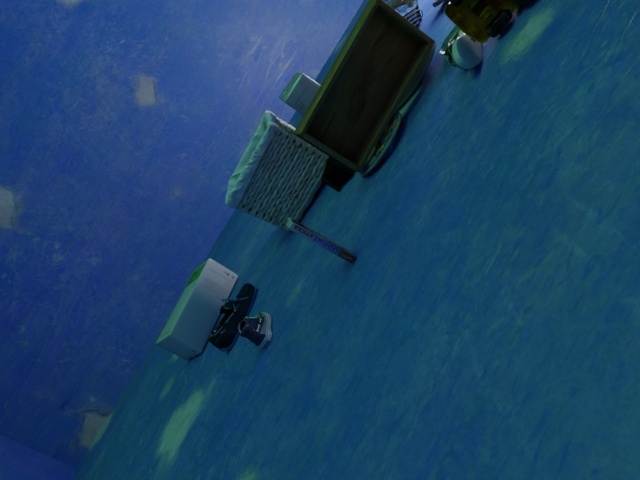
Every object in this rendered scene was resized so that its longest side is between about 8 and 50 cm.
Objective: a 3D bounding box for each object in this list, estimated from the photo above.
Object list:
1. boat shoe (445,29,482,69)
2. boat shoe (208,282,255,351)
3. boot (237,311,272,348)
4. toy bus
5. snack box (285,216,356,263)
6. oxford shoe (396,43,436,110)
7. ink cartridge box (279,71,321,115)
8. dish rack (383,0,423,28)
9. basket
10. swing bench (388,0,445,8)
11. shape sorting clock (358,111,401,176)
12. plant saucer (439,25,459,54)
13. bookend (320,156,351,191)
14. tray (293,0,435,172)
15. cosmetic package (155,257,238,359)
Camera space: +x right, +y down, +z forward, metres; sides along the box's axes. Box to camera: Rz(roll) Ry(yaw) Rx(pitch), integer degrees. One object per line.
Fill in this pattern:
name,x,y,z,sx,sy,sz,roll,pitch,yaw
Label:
boat shoe,0.340,-0.452,1.463,0.070,0.078,0.219,-44,12,38
boat shoe,-0.293,0.240,2.038,0.109,0.089,0.258,-41,22,46
boot,-0.189,0.237,1.732,0.069,0.086,0.190,-57,16,5
toy bus,0.413,-0.596,1.412,0.220,0.149,0.211,-49,5,38
snack box,0.000,0.000,1.432,0.022,0.178,0.064,-59,15,5
oxford shoe,0.175,-0.446,1.854,0.449,0.130,0.169,-42,19,40
ink cartridge box,0.008,-0.453,2.092,0.117,0.278,0.201,-56,16,9
dish rack,0.245,-0.817,2.064,0.208,0.271,0.074,-41,33,-27
basket,-0.153,-0.244,2.176,0.331,0.266,0.328,-58,15,13
swing bench,0.361,-0.835,1.891,0.253,0.254,0.165,-172,77,-74
shape sorting clock,0.163,-0.272,1.714,0.206,0.040,0.206,-51,17,22
plant saucer,0.368,-0.547,1.647,0.119,0.021,0.119,-52,16,21
bookend,0.087,-0.257,1.859,0.157,0.072,0.156,-40,25,47
tray,0.118,-0.416,1.655,0.411,0.203,0.076,-60,21,3
cosmetic package,-0.495,0.280,2.466,0.197,0.155,0.365,-33,28,52
